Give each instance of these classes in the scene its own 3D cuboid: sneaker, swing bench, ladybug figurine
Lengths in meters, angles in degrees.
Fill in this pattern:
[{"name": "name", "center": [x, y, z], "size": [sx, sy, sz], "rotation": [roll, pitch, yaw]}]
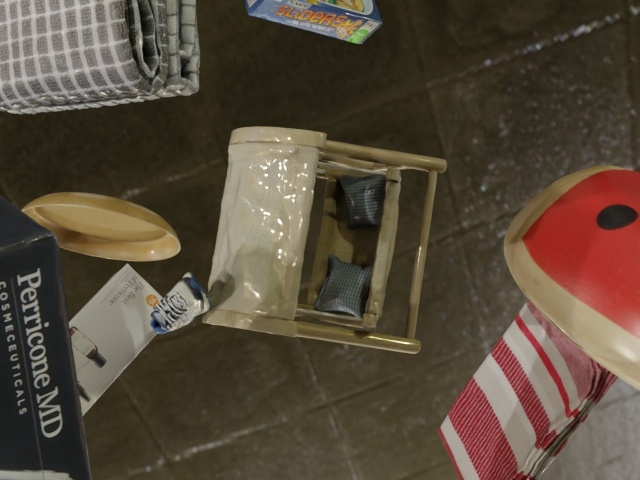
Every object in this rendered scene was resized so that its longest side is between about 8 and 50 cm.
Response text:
[{"name": "sneaker", "center": [-0.180, 0.086, 1.520], "size": [0.058, 0.052, 0.135], "rotation": [-32, 170, -29]}, {"name": "swing bench", "center": [0.000, 0.000, 1.556], "size": [0.254, 0.165, 0.253], "rotation": [10, 86, -25]}, {"name": "ladybug figurine", "center": [0.403, 0.050, 1.403], "size": [0.305, 0.449, 0.162], "rotation": [-2, 122, -36]}]

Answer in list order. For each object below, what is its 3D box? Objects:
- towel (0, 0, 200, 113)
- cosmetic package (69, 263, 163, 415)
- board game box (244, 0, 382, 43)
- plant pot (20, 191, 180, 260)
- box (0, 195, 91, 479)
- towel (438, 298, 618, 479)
[{"name": "towel", "center": [-0.228, -0.258, 1.067], "size": [0.235, 0.284, 0.121], "rotation": [-2, -177, 35]}, {"name": "cosmetic package", "center": [-0.303, 0.147, 1.607], "size": [0.099, 0.239, 0.060], "rotation": [45, 145, -9]}, {"name": "board game box", "center": [-0.029, -0.281, 1.105], "size": [0.136, 0.201, 0.035], "rotation": [6, 148, -43]}, {"name": "plant pot", "center": [-0.316, -0.022, 1.750], "size": [0.236, 0.032, 0.236], "rotation": [8, 163, 2]}, {"name": "box", "center": [-0.472, 0.230, 1.063], "size": [0.471, 0.297, 0.480], "rotation": [-20, 119, -33]}, {"name": "towel", "center": [0.289, 0.235, 1.781], "size": [0.037, 0.237, 0.329], "rotation": [19, 117, -25]}]
